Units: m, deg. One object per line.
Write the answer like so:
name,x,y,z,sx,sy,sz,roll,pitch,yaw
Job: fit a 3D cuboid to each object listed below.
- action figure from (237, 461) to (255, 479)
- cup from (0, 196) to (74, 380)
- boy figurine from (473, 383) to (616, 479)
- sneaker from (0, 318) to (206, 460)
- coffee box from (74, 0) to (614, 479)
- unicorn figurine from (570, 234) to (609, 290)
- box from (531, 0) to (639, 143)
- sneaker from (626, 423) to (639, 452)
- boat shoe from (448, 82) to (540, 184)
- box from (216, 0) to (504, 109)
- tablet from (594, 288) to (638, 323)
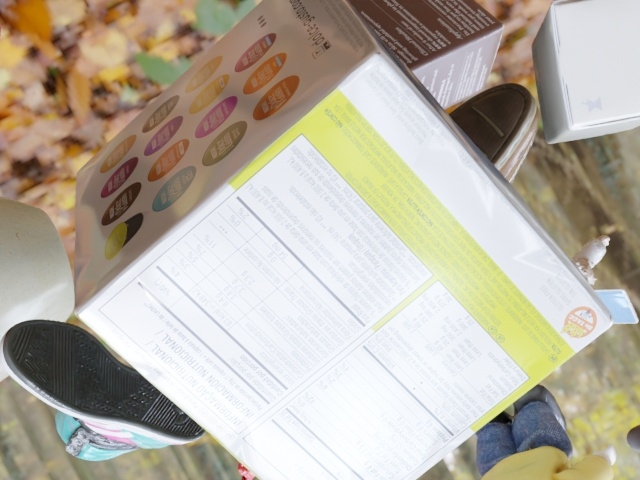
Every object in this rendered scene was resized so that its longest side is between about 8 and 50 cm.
action figure,-0.078,0.210,1.385,0.030,0.115,0.038,-2,176,37
cup,-0.494,0.061,1.855,0.237,0.331,0.331,-18,176,-27
boy figurine,0.216,0.259,1.278,0.177,0.092,0.285,-30,-154,15
sneaker,-0.306,0.195,1.653,0.178,0.295,0.123,-24,-134,44
coffee box,0.000,0.000,1.226,0.334,0.338,0.337,-41,-156,9
unicorn figurine,0.412,0.044,2.040,0.162,0.060,0.111,-62,-174,-35
box,0.251,-0.153,1.177,0.094,0.113,0.275,-9,-178,6
sneaker,0.556,0.335,2.127,0.065,0.061,0.158,-10,-174,-35
boat shoe,0.158,-0.045,1.531,0.307,0.111,0.104,-50,134,6
box,0.054,-0.244,1.831,0.381,0.191,0.143,-27,149,-30
tablet,0.345,0.081,1.591,0.083,0.054,0.006,-4,-145,42
